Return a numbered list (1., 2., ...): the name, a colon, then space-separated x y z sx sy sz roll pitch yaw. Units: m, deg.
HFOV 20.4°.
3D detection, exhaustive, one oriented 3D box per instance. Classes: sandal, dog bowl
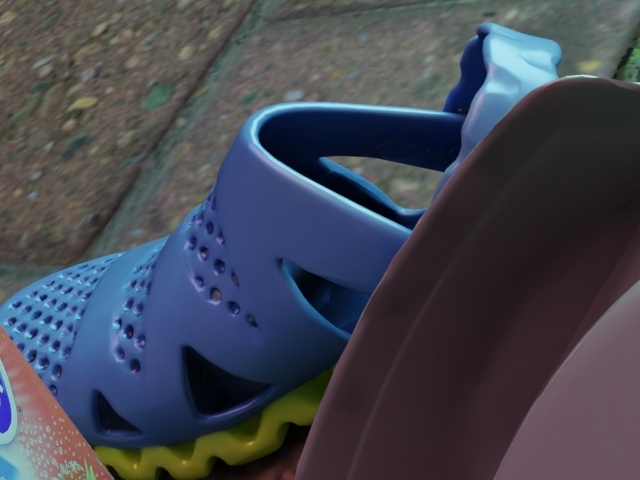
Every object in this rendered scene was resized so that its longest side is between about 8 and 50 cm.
1. sandal: 0.000 0.000 0.694 0.317 0.138 0.126 -16 38 19
2. dog bowl: 0.134 0.110 0.346 0.349 0.102 0.349 -17 67 45

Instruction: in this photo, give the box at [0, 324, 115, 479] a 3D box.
1. box: -0.183 0.080 0.568 0.142 0.300 0.154 -18 34 17
